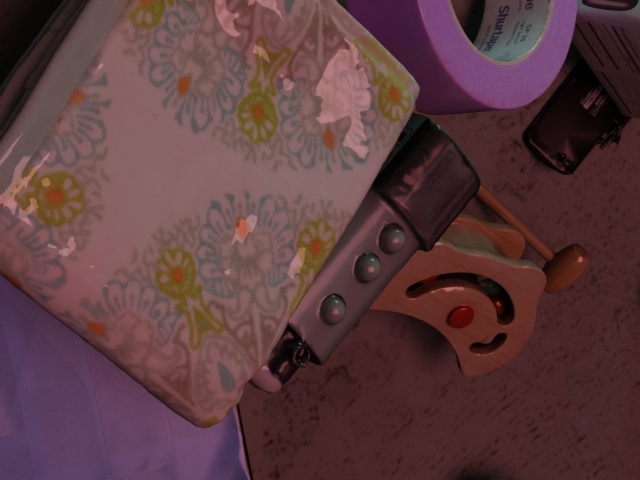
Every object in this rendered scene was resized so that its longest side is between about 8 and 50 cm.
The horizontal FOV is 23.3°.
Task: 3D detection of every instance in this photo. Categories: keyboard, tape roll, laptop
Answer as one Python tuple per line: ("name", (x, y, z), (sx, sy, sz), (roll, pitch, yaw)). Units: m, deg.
("keyboard", (0.311, -0.152, 1.768), (0.100, 0.038, 0.192), (43, 76, -12))
("tape roll", (0.142, -0.263, 1.526), (0.275, 0.090, 0.274), (1, 89, -49))
("laptop", (-0.270, 0.103, 1.236), (0.408, 0.236, 0.382), (-32, 114, -65))

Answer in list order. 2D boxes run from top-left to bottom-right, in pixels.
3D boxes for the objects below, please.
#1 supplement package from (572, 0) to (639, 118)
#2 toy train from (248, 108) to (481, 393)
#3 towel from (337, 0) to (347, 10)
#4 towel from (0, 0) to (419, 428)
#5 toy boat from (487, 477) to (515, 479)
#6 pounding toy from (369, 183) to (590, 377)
("supplement package", (0.404, -0.283, 1.669), (0.204, 0.145, 0.262), (44, 72, -43))
("toy train", (0.000, 0.000, 1.476), (0.334, 0.190, 0.142), (-49, 124, -15))
("towel", (0.001, -0.232, 1.529), (0.060, 0.009, 0.083), (-6, 106, -35))
("towel", (-0.102, -0.080, 1.288), (0.320, 0.090, 0.374), (42, 70, -30))
("toy boat", (0.224, 0.435, 1.800), (0.318, 0.148, 0.267), (37, 75, -29))
("pounding toy", (0.145, 0.036, 1.668), (0.269, 0.155, 0.154), (15, 122, -28))
